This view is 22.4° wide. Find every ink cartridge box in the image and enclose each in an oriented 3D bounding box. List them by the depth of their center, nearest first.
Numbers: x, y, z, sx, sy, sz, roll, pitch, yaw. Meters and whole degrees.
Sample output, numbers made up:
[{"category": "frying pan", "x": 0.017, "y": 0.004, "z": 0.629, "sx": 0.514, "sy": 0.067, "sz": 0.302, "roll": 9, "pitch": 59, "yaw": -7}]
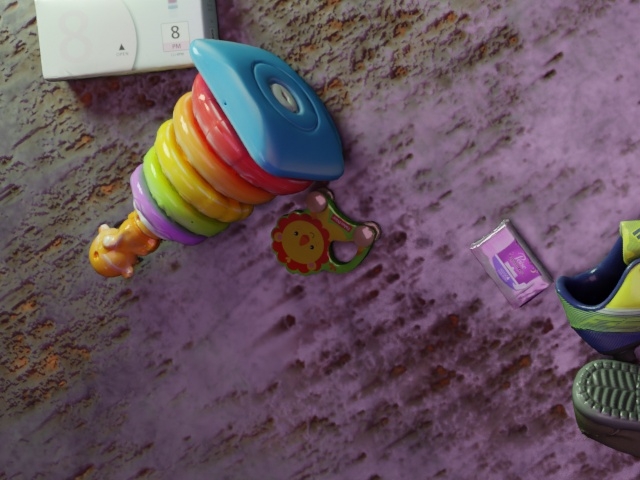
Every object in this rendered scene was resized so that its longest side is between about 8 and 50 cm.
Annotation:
[{"category": "ink cartridge box", "x": -0.213, "y": -0.294, "z": 1.732, "sx": 0.189, "sy": 0.066, "sz": 0.232, "roll": -4, "pitch": 98, "yaw": 14}]

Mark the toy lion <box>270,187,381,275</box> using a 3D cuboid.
[{"category": "toy lion", "x": 0.000, "y": 0.000, "z": 1.720, "sx": 0.100, "sy": 0.034, "sz": 0.096, "roll": 35, "pitch": 109, "yaw": 8}]

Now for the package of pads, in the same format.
[{"category": "package of pads", "x": 0.198, "y": 0.025, "z": 1.672, "sx": 0.050, "sy": 0.032, "sz": 0.083, "roll": -37, "pitch": 86, "yaw": 15}]

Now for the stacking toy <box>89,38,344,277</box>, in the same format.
[{"category": "stacking toy", "x": -0.136, "y": -0.056, "z": 1.697, "sx": 0.302, "sy": 0.165, "sz": 0.175, "roll": -41, "pitch": 69, "yaw": 24}]

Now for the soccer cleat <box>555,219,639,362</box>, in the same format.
[{"category": "soccer cleat", "x": 0.356, "y": 0.012, "z": 1.572, "sx": 0.289, "sy": 0.093, "sz": 0.121, "roll": -36, "pitch": 105, "yaw": 29}]

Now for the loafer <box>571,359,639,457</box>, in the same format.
[{"category": "loafer", "x": 0.370, "y": 0.187, "z": 1.629, "sx": 0.251, "sy": 0.087, "sz": 0.094, "roll": 18, "pitch": 57, "yaw": 3}]
